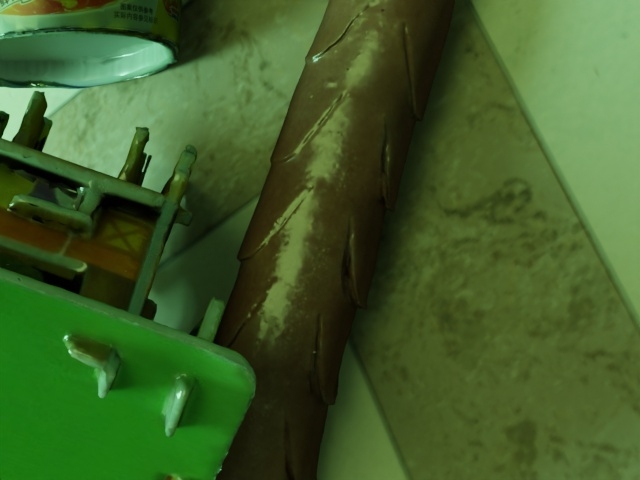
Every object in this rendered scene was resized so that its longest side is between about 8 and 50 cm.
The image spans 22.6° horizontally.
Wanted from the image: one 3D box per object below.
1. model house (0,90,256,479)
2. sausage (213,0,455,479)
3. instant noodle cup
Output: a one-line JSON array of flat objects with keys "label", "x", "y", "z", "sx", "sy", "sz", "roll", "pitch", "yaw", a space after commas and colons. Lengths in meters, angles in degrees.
[{"label": "model house", "x": -0.170, "y": 0.076, "z": 1.012, "sx": 0.313, "sy": 0.242, "sz": 0.358, "roll": -75, "pitch": 4, "yaw": -54}, {"label": "sausage", "x": -0.002, "y": 0.000, "z": 0.974, "sx": 0.088, "sy": 0.088, "sz": 0.433, "roll": 13, "pitch": 84, "yaw": 36}, {"label": "instant noodle cup", "x": -0.183, "y": -0.192, "z": 1.090, "sx": 0.205, "sy": 0.205, "sz": 0.153, "roll": -7, "pitch": 82, "yaw": 32}]
